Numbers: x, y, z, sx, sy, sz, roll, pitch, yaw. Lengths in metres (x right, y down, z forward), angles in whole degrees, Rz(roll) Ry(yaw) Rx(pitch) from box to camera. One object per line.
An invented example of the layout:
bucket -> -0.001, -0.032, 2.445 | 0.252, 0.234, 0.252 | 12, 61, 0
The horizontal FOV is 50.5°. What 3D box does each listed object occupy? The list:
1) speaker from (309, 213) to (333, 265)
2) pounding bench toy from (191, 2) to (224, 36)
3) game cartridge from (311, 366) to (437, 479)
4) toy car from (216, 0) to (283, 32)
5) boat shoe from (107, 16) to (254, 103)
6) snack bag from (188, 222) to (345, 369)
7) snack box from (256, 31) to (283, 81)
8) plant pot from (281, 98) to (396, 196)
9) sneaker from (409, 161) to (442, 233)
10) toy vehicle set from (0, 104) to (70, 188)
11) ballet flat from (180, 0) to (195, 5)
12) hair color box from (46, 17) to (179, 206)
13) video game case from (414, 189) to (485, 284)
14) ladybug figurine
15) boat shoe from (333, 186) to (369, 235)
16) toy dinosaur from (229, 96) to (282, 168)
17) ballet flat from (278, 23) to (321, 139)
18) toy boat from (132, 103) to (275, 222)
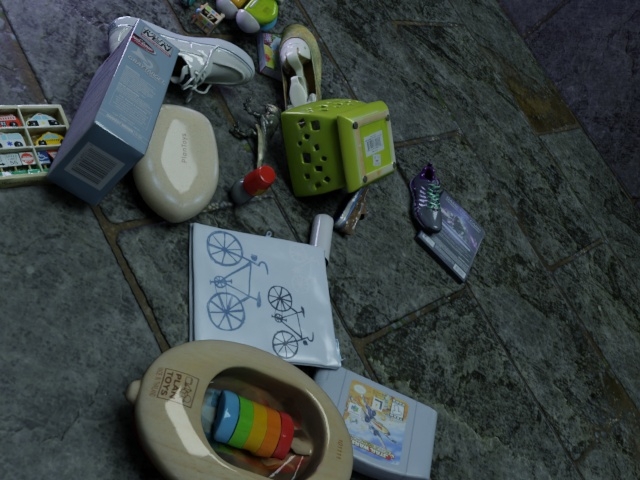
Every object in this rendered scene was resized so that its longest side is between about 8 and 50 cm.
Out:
speaker -> 0.000, 0.000, 1.682 | 0.055, 0.055, 0.136 | 28, 46, -23
pounding bench toy -> -0.305, -0.611, 1.852 | 0.065, 0.052, 0.083 | 38, 43, -13
game cartridge -> 0.105, 0.395, 1.441 | 0.297, 0.062, 0.198 | 25, 39, -6
toy car -> -0.194, -0.664, 1.926 | 0.182, 0.136, 0.159 | 37, 81, 13
boat shoe -> -0.325, -0.413, 1.634 | 0.367, 0.136, 0.156 | 11, 55, -32
snack bag -> -0.121, 0.120, 1.479 | 0.343, 0.037, 0.323 | 10, 54, -26
snack box -> -0.129, -0.527, 1.956 | 0.100, 0.037, 0.141 | 15, 53, -35
plant pot -> 0.059, -0.241, 1.729 | 0.228, 0.207, 0.227 | -27, 114, -46
sneaker -> 0.319, -0.127, 1.996 | 0.083, 0.098, 0.223 | 7, 49, -22
toy vehicle set -> -0.602, -0.181, 1.301 | 0.267, 0.035, 0.166 | -13, 71, -45
ballet flat -> -0.344, -0.710, 1.884 | 0.070, 0.070, 0.188 | 42, 39, -9
hair color box -> -0.411, -0.267, 1.378 | 0.114, 0.185, 0.374 | 34, 37, -29
video game case -> 0.399, -0.016, 2.062 | 0.196, 0.026, 0.274 | 44, 41, -7
ladybug figurine -> -0.149, 0.348, 1.225 | 0.449, 0.162, 0.305 | 31, 46, -22
boat shoe -> 0.090, -0.081, 1.819 | 0.066, 0.066, 0.183 | 45, 52, -14
toy dinosaur -> -0.163, -0.291, 1.746 | 0.118, 0.064, 0.268 | 35, 47, -27
ballet flat -> -0.058, -0.449, 1.855 | 0.123, 0.123, 0.348 | 1, 76, -40
toy boat -> -0.264, -0.148, 1.504 | 0.318, 0.148, 0.267 | 13, 67, -29
